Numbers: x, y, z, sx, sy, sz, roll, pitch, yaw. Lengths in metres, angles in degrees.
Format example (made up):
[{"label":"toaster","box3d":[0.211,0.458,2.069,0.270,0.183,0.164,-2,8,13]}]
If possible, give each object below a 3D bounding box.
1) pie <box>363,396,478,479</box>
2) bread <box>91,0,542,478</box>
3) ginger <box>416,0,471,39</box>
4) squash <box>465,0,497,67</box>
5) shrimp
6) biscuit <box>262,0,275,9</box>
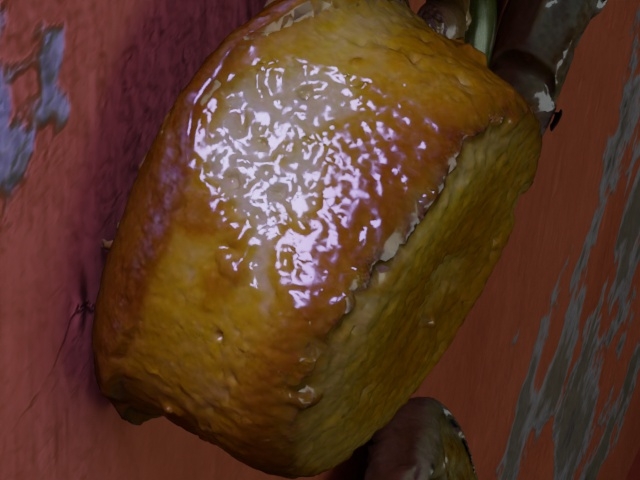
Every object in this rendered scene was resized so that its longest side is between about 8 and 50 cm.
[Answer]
[{"label":"pie","box3d":[0.093,0.287,1.613,0.339,0.077,0.339,-4,90,-71]},{"label":"bread","box3d":[0.000,0.000,0.984,0.268,0.146,0.268,-46,159,-24]},{"label":"ginger","box3d":[0.060,-0.208,1.185,0.176,0.053,0.193,-69,154,-65]},{"label":"squash","box3d":[0.097,-0.126,1.401,0.052,0.052,0.183,-2,105,-73]},{"label":"shrimp","box3d":[0.190,-0.172,1.622,0.247,0.085,0.360,1,109,-83]},{"label":"biscuit","box3d":[-0.001,-0.105,1.116,0.166,0.036,0.225,-66,165,3]}]
